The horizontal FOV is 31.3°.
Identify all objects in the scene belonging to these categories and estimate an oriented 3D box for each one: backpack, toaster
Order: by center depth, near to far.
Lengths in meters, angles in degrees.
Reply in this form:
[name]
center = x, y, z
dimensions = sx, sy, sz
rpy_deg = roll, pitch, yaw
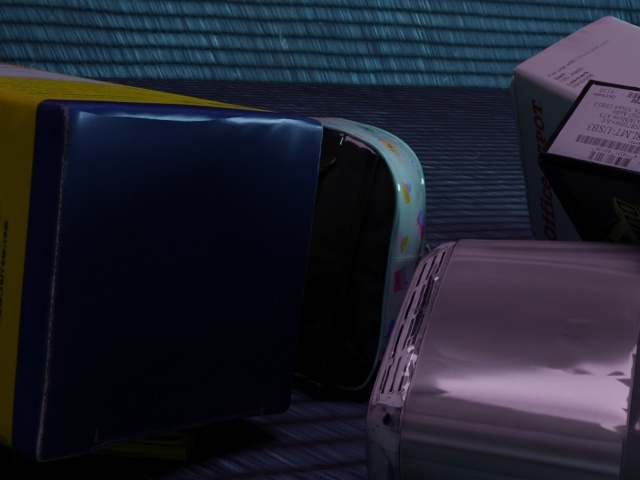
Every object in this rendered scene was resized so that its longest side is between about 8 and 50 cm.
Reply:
[toaster]
center = 0.114, 0.092, 0.632
dimensions = 0.146, 0.129, 0.227
rpy_deg = 6, 39, 17
[backpack]
center = 0.000, 0.000, 0.846
dimensions = 0.166, 0.188, 0.144
rpy_deg = 12, 17, 25

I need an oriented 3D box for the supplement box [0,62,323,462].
[supplement box]
center = -0.198, -0.012, 0.762
dimensions = 0.356, 0.195, 0.194
rpy_deg = 16, 13, 42

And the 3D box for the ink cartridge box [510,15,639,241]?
[ink cartridge box]
center = 0.297, -0.037, 0.924
dimensions = 0.117, 0.201, 0.278
rpy_deg = -32, 41, -19

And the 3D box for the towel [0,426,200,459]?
[towel]
center = -0.194, 0.101, 0.736
dimensions = 0.237, 0.021, 0.102
rpy_deg = 6, 16, 2

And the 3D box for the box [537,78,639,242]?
[box]
center = 0.308, 0.044, 0.674
dimensions = 0.293, 0.073, 0.295
rpy_deg = 22, -21, 44
